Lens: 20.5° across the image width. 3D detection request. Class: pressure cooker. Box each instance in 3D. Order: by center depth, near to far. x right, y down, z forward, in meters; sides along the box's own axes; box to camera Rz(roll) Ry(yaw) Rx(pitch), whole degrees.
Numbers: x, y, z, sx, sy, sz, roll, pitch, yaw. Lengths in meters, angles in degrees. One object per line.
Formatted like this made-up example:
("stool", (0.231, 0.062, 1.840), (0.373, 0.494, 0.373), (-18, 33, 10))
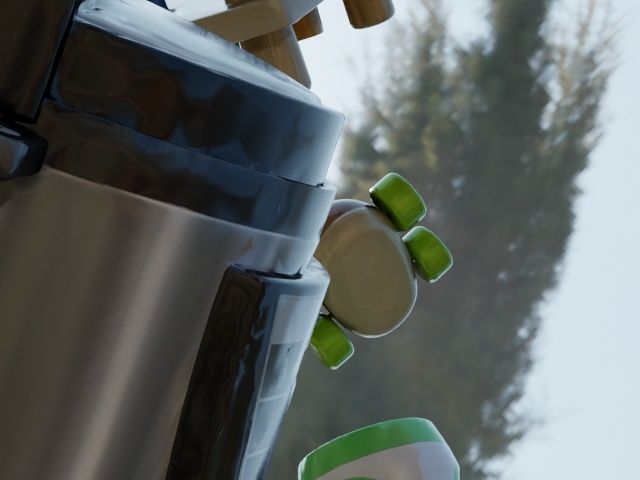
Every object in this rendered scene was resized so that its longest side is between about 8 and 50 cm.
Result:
("pressure cooker", (-0.190, -0.005, 0.852), (0.370, 0.375, 0.420), (24, -85, 40))

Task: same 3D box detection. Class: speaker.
("speaker", (0.079, 0.285, 1.283), (0.131, 0.131, 0.297), (-49, -126, 51))

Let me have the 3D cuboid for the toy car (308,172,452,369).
("toy car", (0.000, 0.000, 1.673), (0.188, 0.155, 0.149), (38, -16, 45))

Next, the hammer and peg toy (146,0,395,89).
("hammer and peg toy", (-0.139, -0.149, 1.273), (0.361, 0.266, 0.127), (-13, -73, 25))
